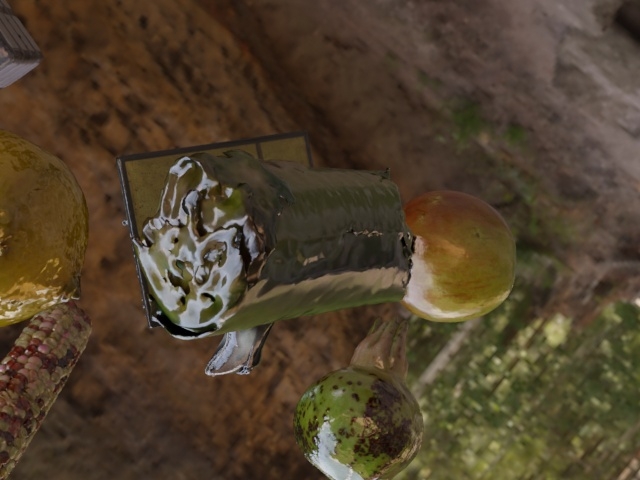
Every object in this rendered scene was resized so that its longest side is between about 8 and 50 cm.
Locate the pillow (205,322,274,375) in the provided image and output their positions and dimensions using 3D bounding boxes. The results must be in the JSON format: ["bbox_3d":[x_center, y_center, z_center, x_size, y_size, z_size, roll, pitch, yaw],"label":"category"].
[{"bbox_3d":[-0.113,0.146,1.729,0.091,0.135,0.055,10,-145,-13],"label":"pillow"}]

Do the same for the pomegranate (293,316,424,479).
[{"bbox_3d":[0.090,0.273,1.931,0.204,0.276,0.222,42,171,13],"label":"pomegranate"}]

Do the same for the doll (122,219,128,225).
[{"bbox_3d":[-0.294,-0.036,2.058,0.114,0.057,0.039,-1,-156,23],"label":"doll"}]

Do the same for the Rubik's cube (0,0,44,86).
[{"bbox_3d":[-0.647,-0.308,1.699,0.337,0.344,0.344,57,179,-10],"label":"Rubik's cube"}]

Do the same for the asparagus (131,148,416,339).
[{"bbox_3d":[0.000,0.000,0.877,0.108,0.128,0.382,35,-163,23],"label":"asparagus"}]

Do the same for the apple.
[{"bbox_3d":[0.191,0.025,1.703,0.196,0.196,0.196,39,-178,-1],"label":"apple"}]

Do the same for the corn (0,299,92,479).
[{"bbox_3d":[-0.367,0.182,1.475,0.092,0.280,0.092,15,138,14],"label":"corn"}]

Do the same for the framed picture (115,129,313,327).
[{"bbox_3d":[-0.135,-0.024,1.792,0.339,0.255,0.014,-11,-178,-35],"label":"framed picture"}]

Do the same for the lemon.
[{"bbox_3d":[-0.390,-0.012,1.318,0.254,0.228,0.228,-1,171,13],"label":"lemon"}]
